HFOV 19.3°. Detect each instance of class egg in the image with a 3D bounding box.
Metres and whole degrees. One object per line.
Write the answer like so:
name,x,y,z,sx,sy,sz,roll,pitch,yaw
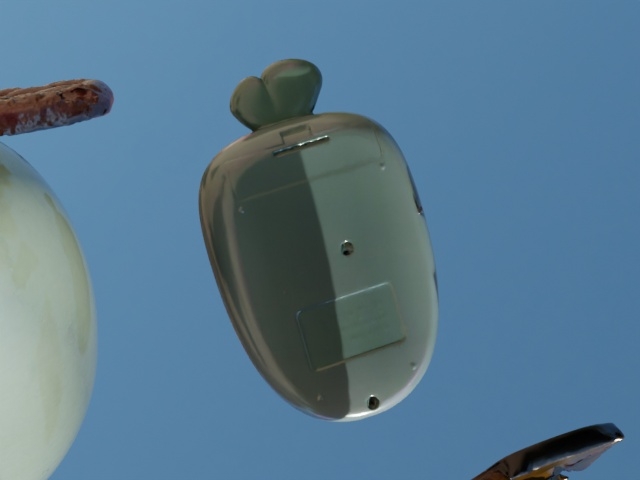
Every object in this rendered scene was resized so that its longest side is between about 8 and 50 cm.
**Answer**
egg,-0.265,0.063,1.274,0.371,0.230,0.230,105,-5,-54

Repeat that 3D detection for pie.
pie,-0.252,-0.113,1.626,0.154,0.154,0.036,5,-73,55

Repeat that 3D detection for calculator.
calculator,0.000,0.000,1.524,0.185,0.299,0.041,-16,-176,-18

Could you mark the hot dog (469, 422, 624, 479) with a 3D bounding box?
hot dog,0.119,0.271,1.418,0.107,0.194,0.326,62,-35,22
